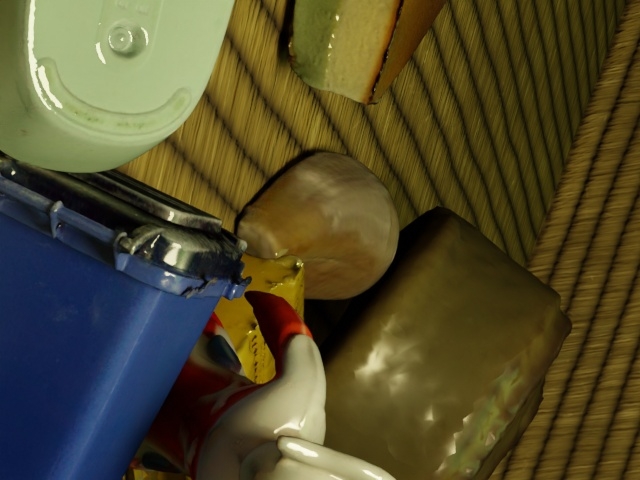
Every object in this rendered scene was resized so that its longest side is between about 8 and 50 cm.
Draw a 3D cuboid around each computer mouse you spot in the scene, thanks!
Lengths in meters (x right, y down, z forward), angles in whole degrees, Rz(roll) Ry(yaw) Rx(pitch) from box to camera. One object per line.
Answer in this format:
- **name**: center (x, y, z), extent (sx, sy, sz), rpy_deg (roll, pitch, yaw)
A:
- **computer mouse**: center (-0.121, -0.180, 0.940), extent (0.159, 0.097, 0.288), rpy_deg (8, 96, -40)

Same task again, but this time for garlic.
- **garlic**: center (0.004, -0.009, 1.614), extent (0.318, 0.112, 0.143), rpy_deg (-4, 116, -61)

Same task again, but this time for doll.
- **doll**: center (-0.064, 0.125, 1.100), extent (0.188, 0.099, 0.384), rpy_deg (-60, -151, 0)

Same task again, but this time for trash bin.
- **trash bin**: center (-0.165, 0.071, 1.015), extent (0.234, 0.162, 0.184), rpy_deg (-65, 166, 3)

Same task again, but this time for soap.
- **soap**: center (-0.095, 0.172, 1.467), extent (0.324, 0.096, 0.204), rpy_deg (93, 22, -45)

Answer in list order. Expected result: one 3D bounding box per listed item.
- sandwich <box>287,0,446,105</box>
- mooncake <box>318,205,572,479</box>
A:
- **sandwich**: center (0.056, -0.239, 1.467), extent (0.186, 0.108, 0.220), rpy_deg (-20, 125, -69)
- **mooncake**: center (0.088, 0.173, 1.783), extent (0.394, 0.246, 0.393), rpy_deg (-52, 178, -3)
